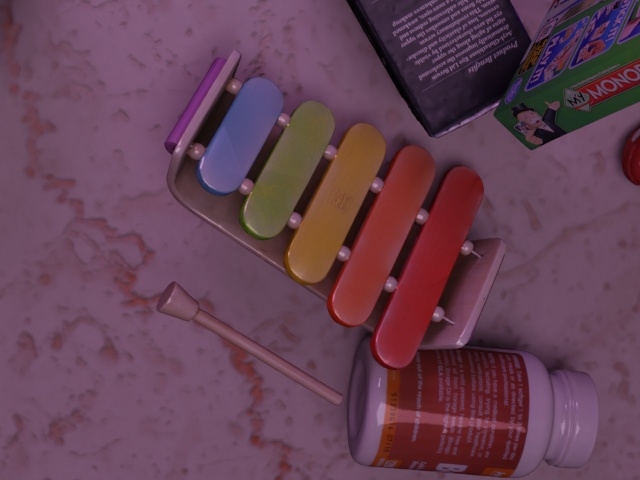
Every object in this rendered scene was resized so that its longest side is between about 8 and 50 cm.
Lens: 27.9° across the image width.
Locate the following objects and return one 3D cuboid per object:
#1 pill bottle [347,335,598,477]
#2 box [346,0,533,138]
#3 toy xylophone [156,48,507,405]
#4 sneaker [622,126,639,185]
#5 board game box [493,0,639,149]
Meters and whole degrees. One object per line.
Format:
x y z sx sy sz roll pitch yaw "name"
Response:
0.140 0.158 1.197 0.216 0.121 0.121 6 109 -8 "pill bottle"
0.076 -0.208 1.046 0.108 0.153 0.207 -31 111 5 "box"
0.000 0.000 1.101 0.323 0.081 0.236 26 66 -19 "toy xylophone"
0.389 -0.076 1.136 0.221 0.128 0.087 -12 110 -2 "sneaker"
0.265 -0.224 0.946 0.046 0.213 0.317 38 61 -16 "board game box"
